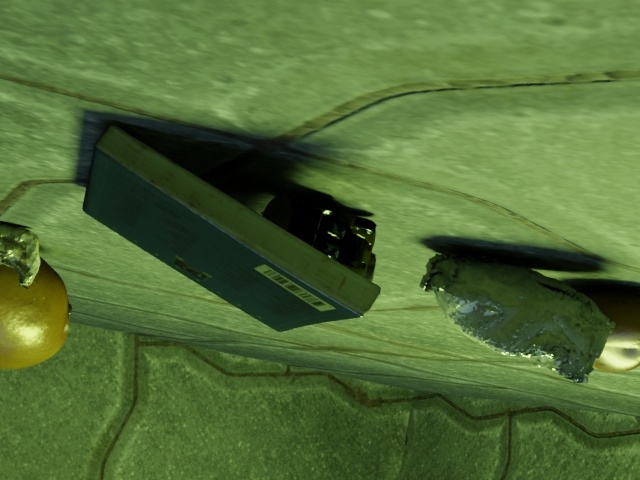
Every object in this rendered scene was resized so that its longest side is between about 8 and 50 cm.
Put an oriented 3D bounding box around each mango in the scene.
[{"bbox_3d":[0.242,0.072,0.981,0.080,0.060,0.114,36,160,-28],"label":"mango"},{"bbox_3d":[-0.409,0.065,1.398,0.175,0.139,0.254,-29,140,27],"label":"mango"}]

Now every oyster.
[{"bbox_3d":[-0.400,-0.014,1.237,0.200,0.061,0.106,19,-175,-35],"label":"oyster"}]

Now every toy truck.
[{"bbox_3d":[0.000,0.000,0.827,0.054,0.049,0.083,11,171,39],"label":"toy truck"}]

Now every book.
[{"bbox_3d":[-0.076,0.002,0.816,0.191,0.025,0.269,32,168,-7],"label":"book"}]

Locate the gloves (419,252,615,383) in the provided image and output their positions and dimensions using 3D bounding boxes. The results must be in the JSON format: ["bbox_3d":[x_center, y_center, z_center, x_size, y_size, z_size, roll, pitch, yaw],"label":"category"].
[{"bbox_3d":[0.152,0.054,0.924,0.153,0.070,0.114,23,-179,10],"label":"gloves"}]

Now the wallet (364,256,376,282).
[{"bbox_3d":[-0.031,0.027,1.062,0.155,0.039,0.110,11,170,1],"label":"wallet"}]
